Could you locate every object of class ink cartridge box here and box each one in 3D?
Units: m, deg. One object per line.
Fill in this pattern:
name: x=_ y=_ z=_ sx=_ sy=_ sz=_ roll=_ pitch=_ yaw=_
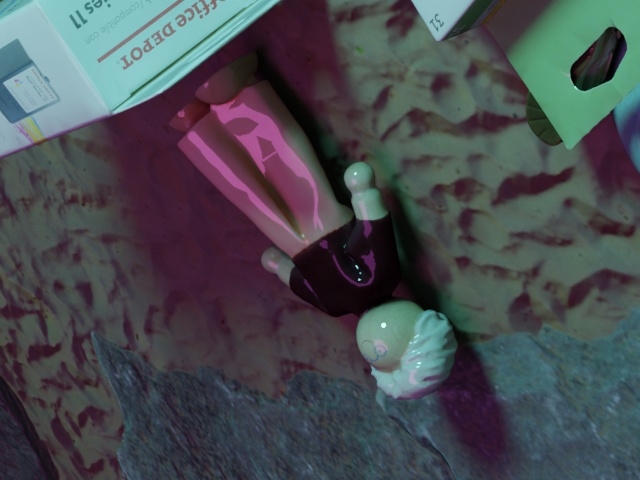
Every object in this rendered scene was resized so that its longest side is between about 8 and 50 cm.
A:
ink cartridge box: x=0.136 y=-0.191 z=1.336 sx=0.235 sy=0.056 sz=0.171 roll=60 pitch=149 yaw=12
ink cartridge box: x=-0.192 y=-0.189 z=1.640 sx=0.353 sy=0.207 sz=0.119 roll=-13 pitch=115 yaw=54

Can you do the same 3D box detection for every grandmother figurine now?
grandmother figurine: x=0.000 y=0.000 z=1.707 sx=0.342 sy=0.104 sz=0.208 roll=52 pitch=157 yaw=1

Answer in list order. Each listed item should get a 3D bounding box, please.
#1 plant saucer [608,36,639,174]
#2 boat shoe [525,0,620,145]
plant saucer: x=0.278 y=-0.072 z=1.346 sx=0.195 sy=0.037 sz=0.195 roll=31 pitch=143 yaw=26
boat shoe: x=0.192 y=-0.137 z=1.385 sx=0.056 sy=0.048 sz=0.153 roll=43 pitch=143 yaw=33
